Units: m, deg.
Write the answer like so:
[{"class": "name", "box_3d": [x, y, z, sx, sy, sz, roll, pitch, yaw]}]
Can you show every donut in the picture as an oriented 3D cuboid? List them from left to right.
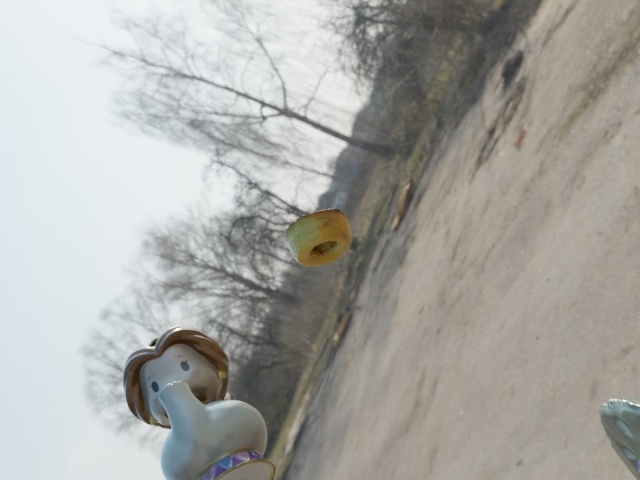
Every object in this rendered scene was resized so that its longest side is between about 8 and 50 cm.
[{"class": "donut", "box_3d": [0.000, 0.000, 1.372, 0.152, 0.152, 0.058, 111, 144, -55]}]

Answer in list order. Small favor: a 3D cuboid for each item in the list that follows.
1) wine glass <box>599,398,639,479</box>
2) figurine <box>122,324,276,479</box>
[{"class": "wine glass", "box_3d": [0.138, 0.311, 0.429, 0.406, 0.267, 0.267, -39, -7, -10]}, {"class": "figurine", "box_3d": [-0.163, 0.219, 0.871, 0.142, 0.263, 0.189, -31, -42, -12]}]
